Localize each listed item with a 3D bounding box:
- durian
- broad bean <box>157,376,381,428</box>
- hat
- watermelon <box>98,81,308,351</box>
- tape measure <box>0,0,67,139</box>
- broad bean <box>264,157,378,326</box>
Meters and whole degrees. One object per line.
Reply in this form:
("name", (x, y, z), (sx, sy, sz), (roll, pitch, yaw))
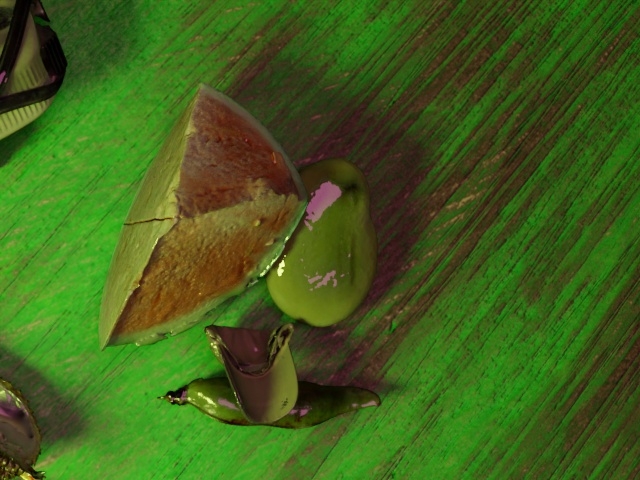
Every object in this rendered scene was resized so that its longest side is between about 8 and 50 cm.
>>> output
("durian", (-0.484, 0.278, 1.401), (0.237, 0.193, 0.138), (37, 115, 4))
("broad bean", (-0.073, 0.245, 1.562), (0.338, 0.061, 0.077), (6, 41, -15))
("hat", (-0.108, 0.193, 1.520), (0.147, 0.085, 0.175), (5, 55, -28))
("watermelon", (-0.159, -0.007, 1.503), (0.222, 0.292, 0.319), (21, 35, -18))
("tape measure", (-0.465, -0.250, 1.453), (0.271, 0.133, 0.231), (-33, 52, -21))
("broad bean", (0.000, 0.000, 1.595), (0.189, 0.121, 0.263), (5, 82, -15))
